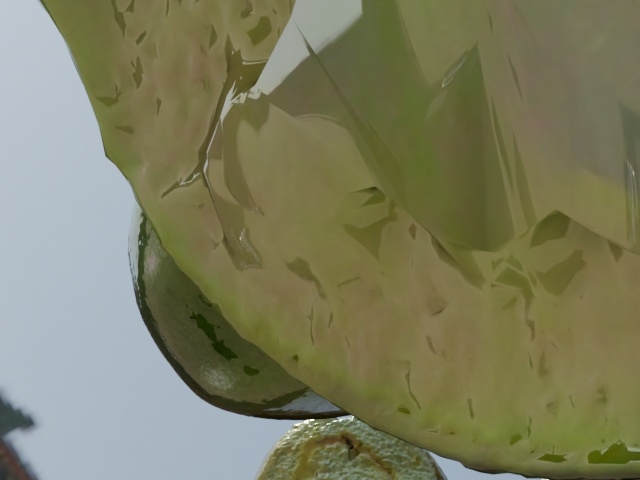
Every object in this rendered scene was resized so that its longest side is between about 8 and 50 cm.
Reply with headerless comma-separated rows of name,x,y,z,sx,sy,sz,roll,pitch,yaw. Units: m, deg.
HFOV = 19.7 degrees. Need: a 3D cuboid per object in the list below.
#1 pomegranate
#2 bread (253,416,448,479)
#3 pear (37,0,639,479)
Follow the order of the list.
pomegranate,0.000,0.000,0.941,0.180,0.180,0.210,58,-35,4
bread,0.000,0.167,1.186,0.110,0.156,0.103,62,-3,34
pear,0.077,-0.139,0.473,0.399,0.165,0.398,20,-64,48
